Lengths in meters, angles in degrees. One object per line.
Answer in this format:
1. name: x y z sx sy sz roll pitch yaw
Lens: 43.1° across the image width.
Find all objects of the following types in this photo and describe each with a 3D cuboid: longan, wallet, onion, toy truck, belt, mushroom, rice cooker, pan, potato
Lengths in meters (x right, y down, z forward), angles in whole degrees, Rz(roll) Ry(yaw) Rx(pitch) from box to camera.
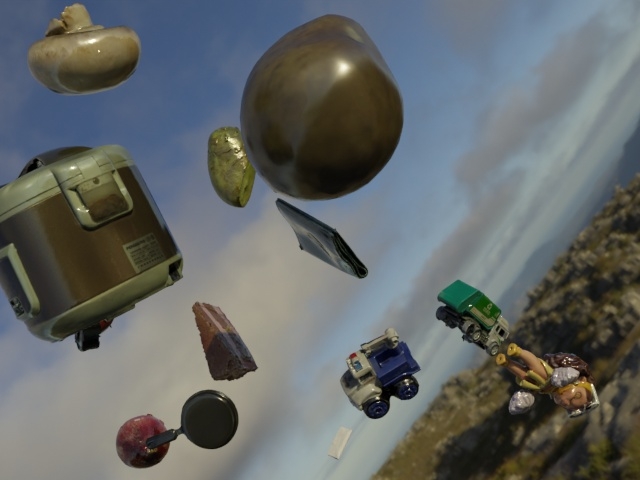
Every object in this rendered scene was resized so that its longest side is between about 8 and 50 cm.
1. longan: 0.004 -0.270 1.688 0.404 0.336 0.405 -165 90 -77
2. wallet: -0.001 0.001 2.419 0.054 0.251 0.290 -54 -36 -12
3. onion: -0.509 0.592 2.352 0.159 0.159 0.195 -50 21 -16
4. toy truck: 0.152 0.350 2.169 0.213 0.161 0.177 -32 -51 1
5. wallet: 0.049 0.522 2.087 0.011 0.044 0.083 42 -114 -35
6. belt: -0.603 0.223 2.082 0.058 0.105 0.140 -8 -48 -27
7. mushroom: -0.472 -0.381 1.622 0.226 0.226 0.178 -28 -72 -66
8. rice cooker: -0.449 -0.008 1.496 0.335 0.325 0.335 -26 4 2
9. toy truck: 0.401 0.204 2.133 0.253 0.114 0.124 37 -94 -42
10. pan: -0.297 0.427 1.838 0.235 0.136 0.028 -25 -3 10
11. potato: -0.305 -0.255 2.822 0.176 0.298 0.141 -15 -7 19

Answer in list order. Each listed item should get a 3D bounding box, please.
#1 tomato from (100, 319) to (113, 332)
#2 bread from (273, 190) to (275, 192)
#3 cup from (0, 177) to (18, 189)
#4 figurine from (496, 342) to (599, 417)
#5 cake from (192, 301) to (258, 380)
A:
1. tomato: -0.776 0.247 2.712 0.167 0.167 0.167 -50 -12 -14
2. bread: -0.015 -0.203 2.187 0.367 0.077 0.084 -18 28 48
3. cup: -0.898 -0.089 2.327 0.176 0.169 0.223 -31 27 -6
4. figurine: 0.479 0.291 1.702 0.175 0.240 0.116 -46 36 37
5. cake: -0.303 0.306 2.433 0.113 0.295 0.115 -47 -37 20
